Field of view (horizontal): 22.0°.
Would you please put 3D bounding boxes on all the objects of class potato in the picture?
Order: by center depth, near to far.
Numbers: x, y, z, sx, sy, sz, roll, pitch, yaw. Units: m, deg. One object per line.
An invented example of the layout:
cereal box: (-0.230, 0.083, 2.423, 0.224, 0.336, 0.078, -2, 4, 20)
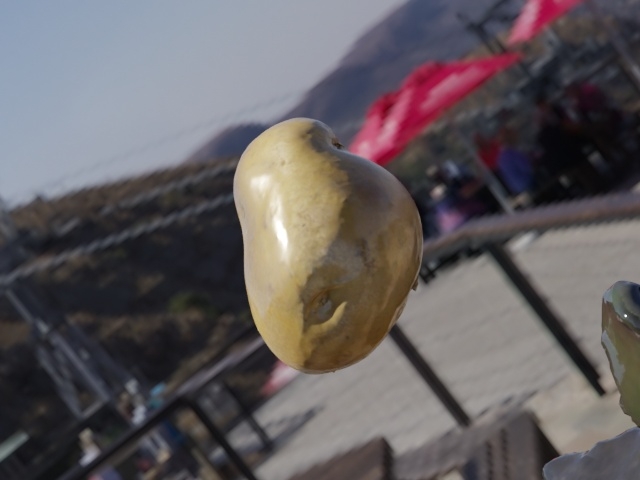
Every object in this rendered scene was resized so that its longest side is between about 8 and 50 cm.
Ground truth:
potato: (0.000, 0.000, 0.518, 0.062, 0.083, 0.068, -4, -39, -50)

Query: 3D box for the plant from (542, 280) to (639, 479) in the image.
plant: (0.193, 0.105, 0.632, 0.188, 0.199, 0.276, -38, 22, 28)
